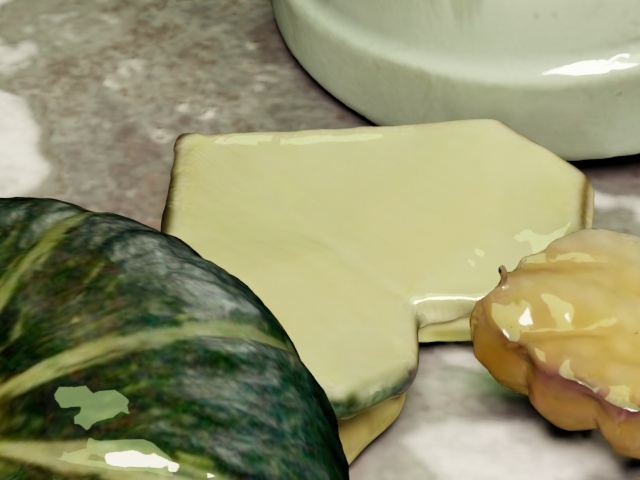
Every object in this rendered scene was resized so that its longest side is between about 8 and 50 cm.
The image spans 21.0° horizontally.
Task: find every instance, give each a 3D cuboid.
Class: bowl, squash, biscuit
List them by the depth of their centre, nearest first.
[{"bbox_3d":[-0.111,0.105,0.554,0.252,0.165,0.252,-3,54,4],"label":"squash"},{"bbox_3d":[0.153,0.038,0.690,0.183,0.061,0.118,-17,55,-21],"label":"biscuit"},{"bbox_3d":[0.115,-0.193,0.841,0.307,0.163,0.307,-7,44,6],"label":"bowl"}]

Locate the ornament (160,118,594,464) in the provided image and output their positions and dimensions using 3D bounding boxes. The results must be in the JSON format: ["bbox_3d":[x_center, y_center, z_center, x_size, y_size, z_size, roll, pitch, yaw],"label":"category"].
[{"bbox_3d":[0.000,0.000,0.739,0.201,0.059,0.180,-31,52,-31],"label":"ornament"}]
